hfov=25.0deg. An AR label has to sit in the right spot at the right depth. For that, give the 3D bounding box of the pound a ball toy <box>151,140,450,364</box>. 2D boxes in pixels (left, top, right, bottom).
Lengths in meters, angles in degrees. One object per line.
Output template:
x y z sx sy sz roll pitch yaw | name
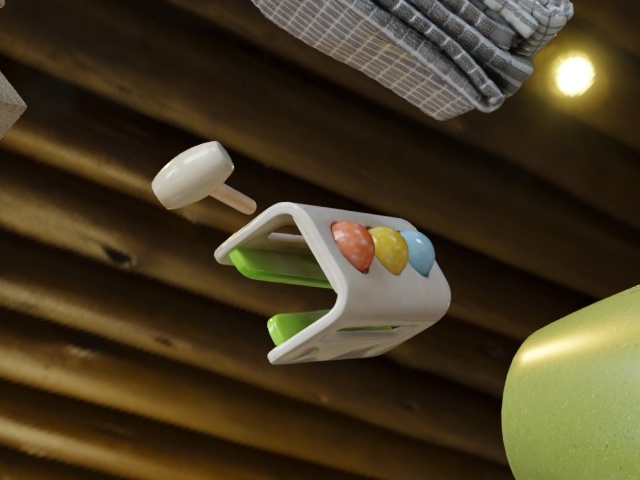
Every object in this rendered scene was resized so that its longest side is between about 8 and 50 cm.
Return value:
0.000 0.000 1.428 0.135 0.208 0.319 -35 -17 19 | pound a ball toy

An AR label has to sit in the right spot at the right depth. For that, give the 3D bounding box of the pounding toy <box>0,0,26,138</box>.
-0.406 -0.189 1.493 0.181 0.206 0.094 -46 -21 16 | pounding toy

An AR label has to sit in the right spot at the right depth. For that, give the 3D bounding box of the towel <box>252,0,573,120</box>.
0.064 -0.219 1.334 0.283 0.235 0.121 34 -99 -6 | towel

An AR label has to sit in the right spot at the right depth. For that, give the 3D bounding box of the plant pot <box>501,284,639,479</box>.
0.284 0.123 0.997 0.274 0.293 0.275 5 -96 -48 | plant pot
